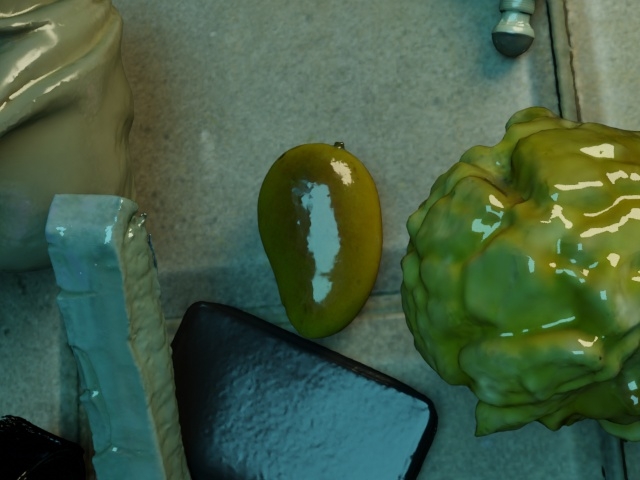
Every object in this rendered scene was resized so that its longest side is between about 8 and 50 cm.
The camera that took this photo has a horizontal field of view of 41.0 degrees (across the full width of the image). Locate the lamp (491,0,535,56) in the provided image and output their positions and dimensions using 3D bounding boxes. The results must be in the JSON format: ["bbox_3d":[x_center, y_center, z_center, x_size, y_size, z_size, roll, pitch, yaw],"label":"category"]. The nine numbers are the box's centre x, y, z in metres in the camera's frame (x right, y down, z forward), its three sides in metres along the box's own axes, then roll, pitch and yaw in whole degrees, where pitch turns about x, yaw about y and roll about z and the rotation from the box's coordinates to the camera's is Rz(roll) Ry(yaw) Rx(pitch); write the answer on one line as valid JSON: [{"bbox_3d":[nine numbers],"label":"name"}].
[{"bbox_3d":[0.170,-0.234,0.705,0.091,0.091,0.163,10,99,17],"label":"lamp"}]

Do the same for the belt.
[{"bbox_3d":[-0.266,0.247,0.691,0.078,0.151,0.198,19,87,17],"label":"belt"}]

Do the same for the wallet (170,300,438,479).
[{"bbox_3d":[-0.027,0.153,0.701,0.250,0.044,0.149,20,83,19],"label":"wallet"}]

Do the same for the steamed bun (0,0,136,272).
[{"bbox_3d":[-0.301,-0.139,0.662,0.368,0.342,0.255,38,132,6],"label":"steamed bun"}]

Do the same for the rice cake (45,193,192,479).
[{"bbox_3d":[-0.144,0.123,0.650,0.066,0.063,0.336,-1,109,16],"label":"rice cake"}]

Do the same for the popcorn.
[{"bbox_3d":[0.173,0.035,0.574,0.249,0.249,0.225,33,125,18],"label":"popcorn"}]

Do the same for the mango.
[{"bbox_3d":[0.000,0.000,0.705,0.103,0.076,0.161,-5,82,10],"label":"mango"}]
